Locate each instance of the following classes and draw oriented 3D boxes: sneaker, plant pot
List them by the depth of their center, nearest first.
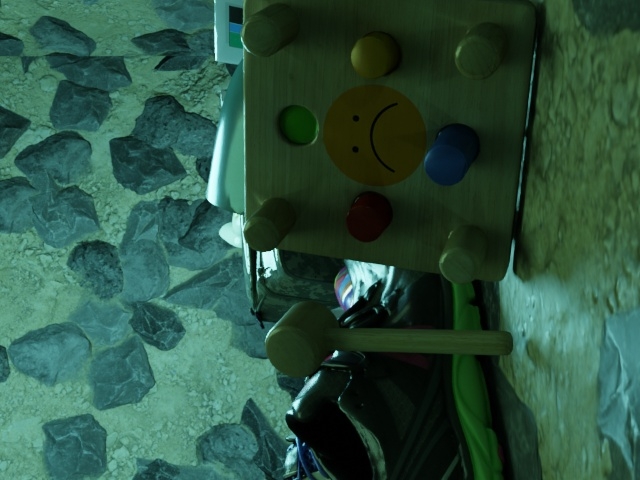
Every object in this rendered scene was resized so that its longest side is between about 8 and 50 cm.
[{"bbox_3d":[0.062,0.135,1.059,0.185,0.202,0.483,95,172,-46],"label":"sneaker"},{"bbox_3d":[-0.017,-0.170,1.492,0.293,0.293,0.235,-108,22,-73],"label":"plant pot"},{"bbox_3d":[0.034,0.335,1.552,0.315,0.182,0.127,96,170,-56],"label":"sneaker"}]

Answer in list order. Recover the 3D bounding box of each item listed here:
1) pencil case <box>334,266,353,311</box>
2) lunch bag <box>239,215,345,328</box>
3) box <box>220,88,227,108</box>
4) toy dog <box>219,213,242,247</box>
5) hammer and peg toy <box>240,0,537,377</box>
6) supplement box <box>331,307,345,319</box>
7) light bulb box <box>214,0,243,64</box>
[{"bbox_3d":[0.081,0.088,1.478,0.236,0.104,0.104,-108,17,-80],"label":"pencil case"},{"bbox_3d":[-0.039,-0.013,1.801,0.256,0.212,0.305,142,127,-58],"label":"lunch bag"},{"bbox_3d":[-0.063,-0.181,2.040,0.076,0.307,0.242,-16,-69,-52],"label":"box"},{"bbox_3d":[-0.080,-0.182,2.246,0.395,0.284,0.408,-115,26,-77],"label":"toy dog"},{"bbox_3d":[0.058,-0.047,0.919,0.127,0.266,0.361,-53,-33,-60],"label":"hammer and peg toy"},{"bbox_3d":[0.007,0.119,2.124,0.239,0.130,0.073,-104,14,-65],"label":"supplement box"},{"bbox_3d":[-0.028,-0.500,1.558,0.361,0.225,0.358,100,179,-64],"label":"light bulb box"}]
